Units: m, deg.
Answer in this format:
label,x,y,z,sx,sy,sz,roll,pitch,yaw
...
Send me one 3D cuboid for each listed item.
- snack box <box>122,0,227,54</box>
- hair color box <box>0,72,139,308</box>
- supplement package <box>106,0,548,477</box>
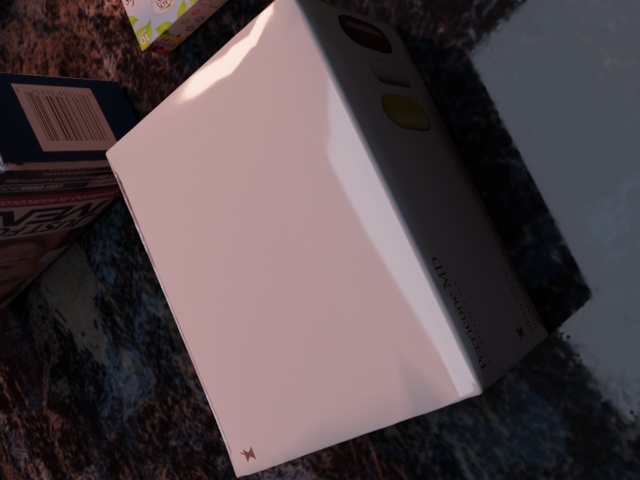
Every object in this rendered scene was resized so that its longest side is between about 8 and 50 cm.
label,x,y,z,sx,sy,sz,roll,pitch,yaw
snack box,-0.147,-0.260,0.606,0.100,0.037,0.141,-29,81,34
hair color box,-0.349,-0.027,0.689,0.347,0.174,0.105,-34,79,32
supplement package,0.000,0.000,0.478,0.204,0.145,0.262,-30,80,33
